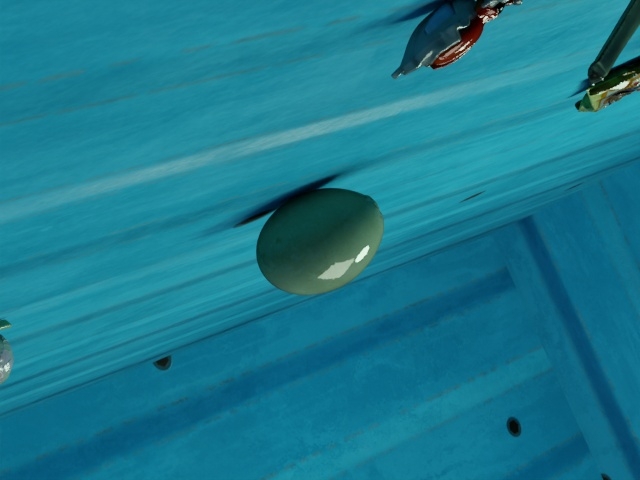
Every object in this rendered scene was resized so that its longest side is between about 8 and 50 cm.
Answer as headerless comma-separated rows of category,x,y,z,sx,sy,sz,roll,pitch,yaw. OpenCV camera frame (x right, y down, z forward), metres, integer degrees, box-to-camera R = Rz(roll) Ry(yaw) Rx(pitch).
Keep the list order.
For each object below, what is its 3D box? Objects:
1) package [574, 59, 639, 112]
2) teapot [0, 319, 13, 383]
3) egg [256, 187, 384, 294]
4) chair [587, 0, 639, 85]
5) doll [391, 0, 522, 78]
package,0.369,-0.192,1.986,0.108,0.031,0.121,-24,175,0
teapot,-0.370,0.122,1.759,0.083,0.064,0.064,-58,158,12
egg,0.000,0.000,1.819,0.152,0.114,0.114,-29,174,11
chair,0.366,-0.179,1.305,0.203,0.190,0.274,-27,-157,40
doll,0.095,-0.150,1.132,0.114,0.039,0.057,-33,-155,-5
